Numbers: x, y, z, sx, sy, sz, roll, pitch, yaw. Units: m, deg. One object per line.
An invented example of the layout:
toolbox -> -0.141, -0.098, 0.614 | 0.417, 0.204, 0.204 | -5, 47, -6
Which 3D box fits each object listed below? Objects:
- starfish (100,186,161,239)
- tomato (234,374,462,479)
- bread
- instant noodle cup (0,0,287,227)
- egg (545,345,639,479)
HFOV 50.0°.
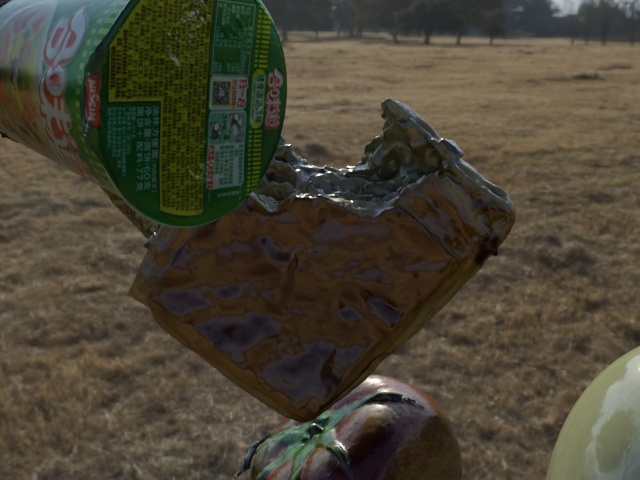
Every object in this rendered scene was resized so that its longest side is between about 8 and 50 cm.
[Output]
starfish -> -0.279, -0.088, 1.000 | 0.078, 0.347, 0.358 | -40, 42, -11
tomato -> 0.051, 0.342, 0.944 | 0.304, 0.239, 0.303 | -33, 14, 10
bread -> 0.000, 0.000, 0.817 | 0.314, 0.370, 0.191 | 39, 9, 0
instant noodle cup -> -0.182, -0.136, 0.598 | 0.233, 0.206, 0.207 | 18, 25, 33
egg -> 0.216, 0.167, 0.371 | 0.189, 0.188, 0.253 | 11, 54, 29
